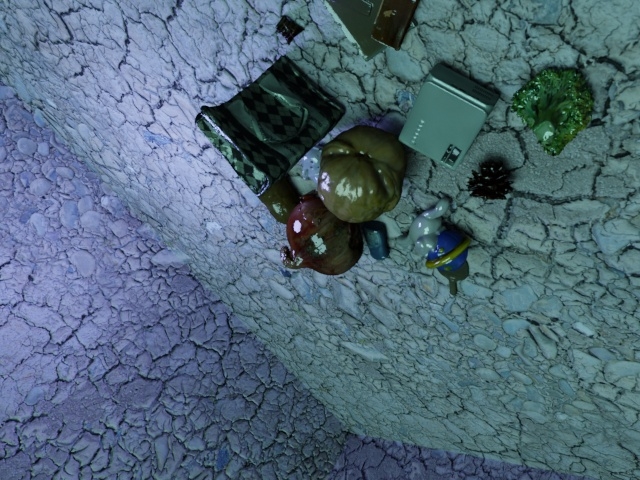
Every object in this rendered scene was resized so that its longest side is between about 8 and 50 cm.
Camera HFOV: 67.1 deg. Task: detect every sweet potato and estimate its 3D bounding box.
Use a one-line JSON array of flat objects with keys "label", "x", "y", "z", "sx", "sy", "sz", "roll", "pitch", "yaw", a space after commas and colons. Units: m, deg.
[{"label": "sweet potato", "x": -0.179, "y": -0.184, "z": 2.044, "sx": 0.158, "sy": 0.157, "sz": 0.369, "roll": -4, "pitch": 136, "yaw": 45}]

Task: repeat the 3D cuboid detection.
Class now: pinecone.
[{"label": "pinecone", "x": 0.505, "y": -0.175, "z": 1.437, "sx": 0.140, "sy": 0.140, "sz": 0.120, "roll": 7, "pitch": 103, "yaw": 37}]

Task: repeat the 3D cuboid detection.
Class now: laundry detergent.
[{"label": "laundry detergent", "x": 0.230, "y": 0.014, "z": 1.971, "sx": 0.097, "sy": 0.061, "sz": 0.206, "roll": 12, "pitch": 139, "yaw": 30}]

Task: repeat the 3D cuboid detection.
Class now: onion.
[{"label": "onion", "x": 0.015, "y": -0.029, "z": 1.916, "sx": 0.354, "sy": 0.353, "sz": 0.353, "roll": 24, "pitch": 144, "yaw": 19}]

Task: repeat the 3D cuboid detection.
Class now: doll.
[{"label": "doll", "x": 0.389, "y": 0.016, "z": 1.740, "sx": 0.242, "sy": 0.159, "sz": 0.311, "roll": 44, "pitch": 149, "yaw": -13}]

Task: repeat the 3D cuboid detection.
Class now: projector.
[{"label": "projector", "x": 0.361, "y": -0.347, "z": 1.378, "sx": 0.198, "sy": 0.108, "sz": 0.250, "roll": 32, "pitch": 145, "yaw": 10}]

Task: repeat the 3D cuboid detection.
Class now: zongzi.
[{"label": "zongzi", "x": -0.100, "y": -0.641, "z": 1.497, "sx": 0.083, "sy": 0.067, "sz": 0.073, "roll": 24, "pitch": 141, "yaw": -11}]

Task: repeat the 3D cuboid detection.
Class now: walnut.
[{"label": "walnut", "x": 0.134, "y": -0.206, "z": 1.580, "sx": 0.306, "sy": 0.306, "sz": 0.344, "roll": 34, "pitch": 170, "yaw": 5}]

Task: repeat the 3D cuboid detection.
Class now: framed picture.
[{"label": "framed picture", "x": 0.109, "y": -0.650, "z": 1.322, "sx": 0.281, "sy": 0.019, "sz": 0.209, "roll": 50, "pitch": 145, "yaw": -18}]

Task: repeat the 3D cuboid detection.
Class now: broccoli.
[{"label": "broccoli", "x": 0.556, "y": -0.299, "z": 1.178, "sx": 0.194, "sy": 0.194, "sz": 0.219, "roll": 3, "pitch": 128, "yaw": 41}]

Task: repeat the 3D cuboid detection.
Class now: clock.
[{"label": "clock", "x": 0.001, "y": -0.276, "z": 1.816, "sx": 0.117, "sy": 0.080, "sz": 0.176, "roll": 28, "pitch": 146, "yaw": 15}]

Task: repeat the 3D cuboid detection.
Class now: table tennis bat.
[{"label": "table tennis bat", "x": 0.514, "y": 0.128, "z": 1.887, "sx": 0.131, "sy": 0.022, "sz": 0.234, "roll": 14, "pitch": 137, "yaw": 30}]

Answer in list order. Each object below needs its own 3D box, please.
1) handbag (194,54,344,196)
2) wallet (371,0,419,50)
[{"label": "handbag", "x": -0.160, "y": -0.381, "z": 1.533, "sx": 0.317, "sy": 0.416, "sz": 0.180, "roll": 44, "pitch": 147, "yaw": -6}, {"label": "wallet", "x": 0.197, "y": -0.592, "z": 1.268, "sx": 0.095, "sy": 0.026, "sz": 0.176, "roll": 26, "pitch": 148, "yaw": 4}]
